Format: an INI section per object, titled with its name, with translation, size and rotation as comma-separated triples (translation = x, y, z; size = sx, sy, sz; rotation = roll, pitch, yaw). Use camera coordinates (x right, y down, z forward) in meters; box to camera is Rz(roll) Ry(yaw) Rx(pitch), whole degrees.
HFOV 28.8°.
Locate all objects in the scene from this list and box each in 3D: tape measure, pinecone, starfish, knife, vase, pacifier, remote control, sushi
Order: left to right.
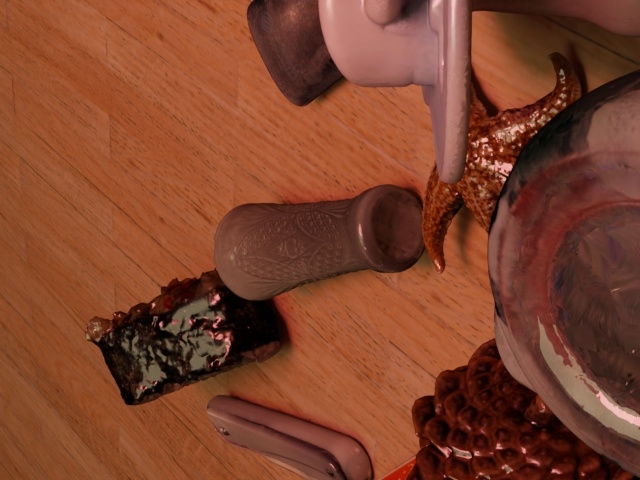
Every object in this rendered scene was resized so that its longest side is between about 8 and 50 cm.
[sushi]
translation = -0.134, 0.096, 1.337
size = 0.212, 0.147, 0.115
rotation = -25, 82, 40
[knife]
translation = -0.039, 0.222, 1.348
size = 0.265, 0.040, 0.073
rotation = 11, 129, 52
[vase]
translation = 0.000, 0.000, 1.119
size = 0.219, 0.096, 0.096
rotation = -10, 101, 53
[remote control]
translation = 0.050, -0.218, 0.959
size = 0.107, 0.044, 0.377
rotation = 60, 147, 0
[starfish]
translation = 0.124, -0.063, 0.936
size = 0.213, 0.057, 0.238
rotation = -36, 79, 49
[pacifier]
translation = 0.115, -0.172, 0.726
size = 0.299, 0.233, 0.244
rotation = -91, 3, -63
[pinecone]
translation = 0.163, 0.176, 0.903
size = 0.207, 0.207, 0.208
rotation = 32, 133, 42
[tape measure]
translation = 0.229, 0.027, 0.746
size = 0.256, 0.147, 0.275
rotation = 33, 133, 30

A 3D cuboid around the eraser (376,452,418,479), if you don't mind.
[eraser]
translation = 0.133, 0.259, 1.128
size = 0.157, 0.038, 0.230
rotation = 60, 147, 12
